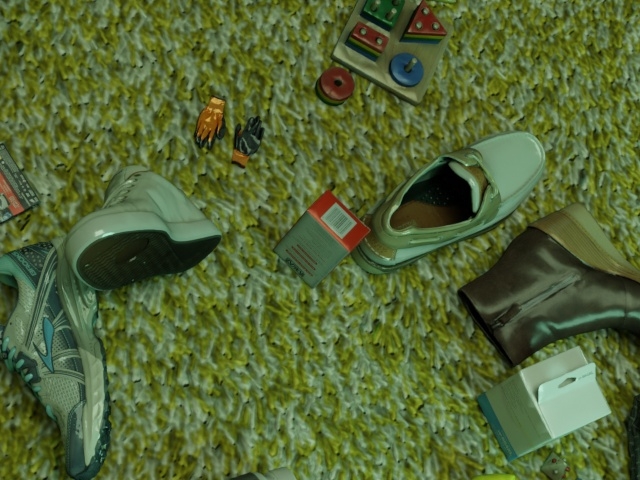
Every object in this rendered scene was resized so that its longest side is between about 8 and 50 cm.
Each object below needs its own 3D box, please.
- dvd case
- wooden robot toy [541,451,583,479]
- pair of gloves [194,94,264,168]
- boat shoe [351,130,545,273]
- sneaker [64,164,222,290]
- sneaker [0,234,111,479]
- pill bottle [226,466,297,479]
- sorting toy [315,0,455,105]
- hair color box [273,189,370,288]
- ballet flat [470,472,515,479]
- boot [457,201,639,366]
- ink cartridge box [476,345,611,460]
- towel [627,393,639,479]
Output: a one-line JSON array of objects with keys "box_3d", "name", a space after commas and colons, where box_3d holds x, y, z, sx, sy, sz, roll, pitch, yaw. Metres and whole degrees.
[{"box_3d": [-0.395, -0.051, 1.786, 0.119, 0.013, 0.087, -31, 83, -27], "name": "dvd case"}, {"box_3d": [0.288, 0.329, 1.848, 0.076, 0.079, 0.173, 16, 66, -13], "name": "wooden robot toy"}, {"box_3d": [-0.112, -0.135, 1.916, 0.083, 0.010, 0.074, 25, 64, -10], "name": "pair of gloves"}, {"box_3d": [0.176, -0.057, 1.936, 0.302, 0.103, 0.113, -34, 85, -26], "name": "boat shoe"}, {"box_3d": [-0.221, -0.021, 1.725, 0.106, 0.290, 0.123, -42, 78, 14], "name": "sneaker"}, {"box_3d": [-0.299, 0.133, 1.717, 0.122, 0.110, 0.283, -7, 66, -9], "name": "sneaker"}, {"box_3d": [-0.092, 0.303, 1.726, 0.137, 0.078, 0.078, -15, 77, -24], "name": "pill bottle"}, {"box_3d": [0.104, -0.272, 2.022, 0.132, 0.046, 0.274, 29, 64, -8], "name": "sorting toy"}, {"box_3d": [0.000, 0.000, 1.833, 0.072, 0.141, 0.043, 45, 63, 0], "name": "hair color box"}, {"box_3d": [0.233, 0.379, 1.807, 0.077, 0.077, 0.231, -19, 74, 2], "name": "ballet flat"}, {"box_3d": [0.316, 0.097, 1.957, 0.207, 0.090, 0.248, -39, 88, -14], "name": "boot"}, {"box_3d": [0.269, 0.194, 1.855, 0.092, 0.143, 0.090, -21, 79, -24], "name": "ink cartridge box"}, {"box_3d": [0.501, 0.328, 1.904, 0.235, 0.121, 0.284, 10, 67, -18], "name": "towel"}]
